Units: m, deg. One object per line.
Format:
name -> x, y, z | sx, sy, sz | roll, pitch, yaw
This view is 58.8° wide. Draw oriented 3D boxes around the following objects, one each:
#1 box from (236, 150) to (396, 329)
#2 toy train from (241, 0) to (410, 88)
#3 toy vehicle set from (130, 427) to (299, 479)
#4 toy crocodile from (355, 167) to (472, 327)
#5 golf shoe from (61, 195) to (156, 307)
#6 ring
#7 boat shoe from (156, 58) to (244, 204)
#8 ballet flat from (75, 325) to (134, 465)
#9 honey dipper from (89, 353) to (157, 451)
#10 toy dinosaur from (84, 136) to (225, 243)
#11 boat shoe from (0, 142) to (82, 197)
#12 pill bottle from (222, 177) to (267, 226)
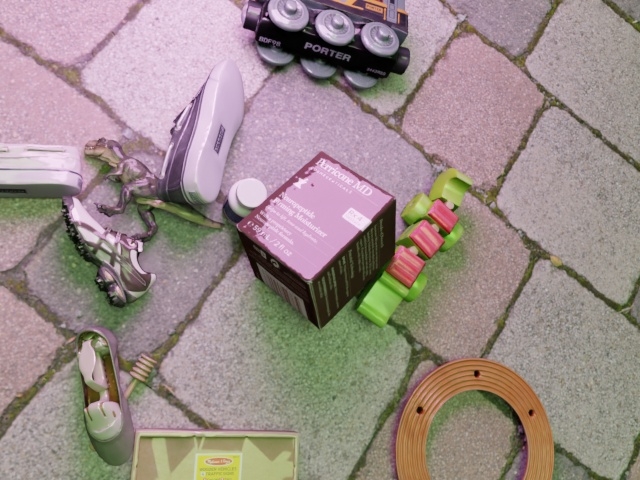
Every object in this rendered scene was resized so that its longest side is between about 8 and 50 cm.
box -> 0.000, 0.000, 0.946 | 0.168, 0.167, 0.203 | 35, 67, 26
toy train -> 0.018, -0.418, 1.091 | 0.333, 0.142, 0.190 | 12, 64, -13
toy vehicle set -> -0.168, 0.392, 0.912 | 0.266, 0.035, 0.166 | 7, 77, -16
toy crocodile -> 0.180, 0.011, 1.064 | 0.115, 0.105, 0.340 | 41, 71, -6
golf shoe -> -0.343, 0.008, 0.919 | 0.094, 0.077, 0.198 | -32, 100, -25
ring -> 0.289, 0.391, 1.062 | 0.336, 0.032, 0.337 | 3, 78, -16
boat shoe -> -0.209, -0.192, 0.983 | 0.102, 0.108, 0.301 | 0, 62, 18
ballet flat -> -0.334, 0.233, 0.857 | 0.072, 0.068, 0.213 | -16, 73, 0
honey dipper -> -0.316, 0.256, 0.898 | 0.030, 0.030, 0.161 | 33, 75, -9
toy dinosaur -> -0.298, -0.066, 0.953 | 0.268, 0.064, 0.118 | 37, 64, -11
boat shoe -> -0.512, -0.121, 0.876 | 0.267, 0.096, 0.088 | 0, 75, -19
pill bottle -> -0.128, -0.066, 0.972 | 0.067, 0.120, 0.067 | 3, 79, -17
